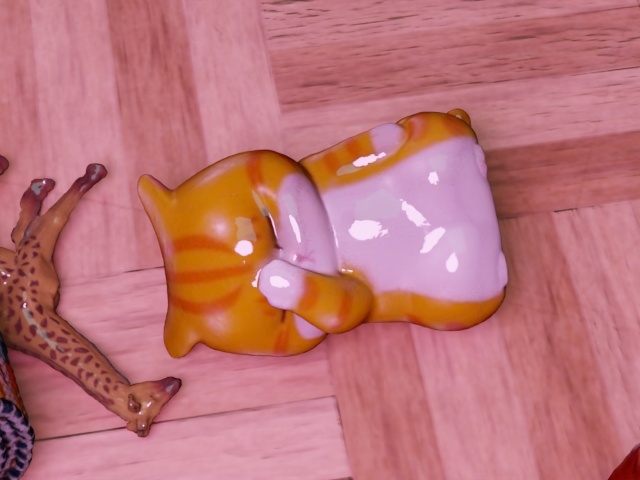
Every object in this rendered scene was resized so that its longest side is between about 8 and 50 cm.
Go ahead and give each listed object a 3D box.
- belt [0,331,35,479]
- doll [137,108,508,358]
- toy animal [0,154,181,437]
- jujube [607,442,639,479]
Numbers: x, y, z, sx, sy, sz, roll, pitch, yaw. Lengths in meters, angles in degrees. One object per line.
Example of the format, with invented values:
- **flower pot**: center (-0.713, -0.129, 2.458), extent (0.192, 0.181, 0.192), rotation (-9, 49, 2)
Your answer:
- **belt**: center (-0.338, 0.139, 0.973), extent (0.295, 0.207, 0.160), rotation (-21, 58, -12)
- **doll**: center (0.013, -0.003, 1.097), extent (0.269, 0.162, 0.167), rotation (-10, 89, -13)
- **toy animal**: center (-0.208, 0.039, 1.127), extent (0.149, 0.054, 0.275), rotation (-16, 56, -14)
- **jujube**: center (0.286, 0.230, 0.952), extent (0.174, 0.174, 0.250), rotation (-32, 52, -19)
